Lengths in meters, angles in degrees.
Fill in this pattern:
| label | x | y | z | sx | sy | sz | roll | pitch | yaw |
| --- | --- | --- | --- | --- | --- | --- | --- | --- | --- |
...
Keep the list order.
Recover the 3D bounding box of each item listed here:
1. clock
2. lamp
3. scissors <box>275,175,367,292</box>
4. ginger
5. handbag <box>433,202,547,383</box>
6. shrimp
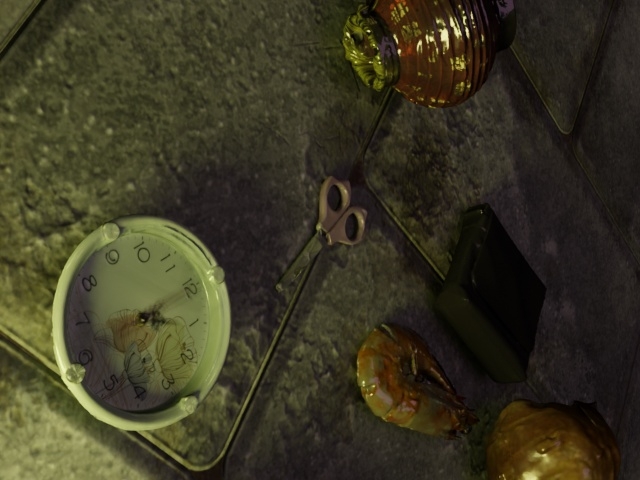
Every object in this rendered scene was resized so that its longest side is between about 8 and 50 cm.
| label | x | y | z | sx | sy | sz | roll | pitch | yaw |
| --- | --- | --- | --- | --- | --- | --- | --- | --- | --- |
| clock | -0.199 | 0.088 | 1.008 | 0.236 | 0.053 | 0.236 | 9 | 78 | -47 |
| lamp | 0.152 | -0.302 | 1.320 | 0.247 | 0.247 | 0.246 | 6 | 82 | -49 |
| scissors | 0.000 | 0.000 | 1.268 | 0.212 | 0.021 | 0.110 | -52 | 122 | -39 |
| ginger | 0.379 | 0.396 | 1.538 | 0.223 | 0.200 | 0.269 | -5 | 133 | -19 |
| handbag | 0.289 | 0.092 | 1.554 | 0.247 | 0.080 | 0.223 | 50 | 45 | -31 |
| shrimp | 0.157 | 0.226 | 1.400 | 0.294 | 0.062 | 0.154 | 37 | 54 | -39 |
